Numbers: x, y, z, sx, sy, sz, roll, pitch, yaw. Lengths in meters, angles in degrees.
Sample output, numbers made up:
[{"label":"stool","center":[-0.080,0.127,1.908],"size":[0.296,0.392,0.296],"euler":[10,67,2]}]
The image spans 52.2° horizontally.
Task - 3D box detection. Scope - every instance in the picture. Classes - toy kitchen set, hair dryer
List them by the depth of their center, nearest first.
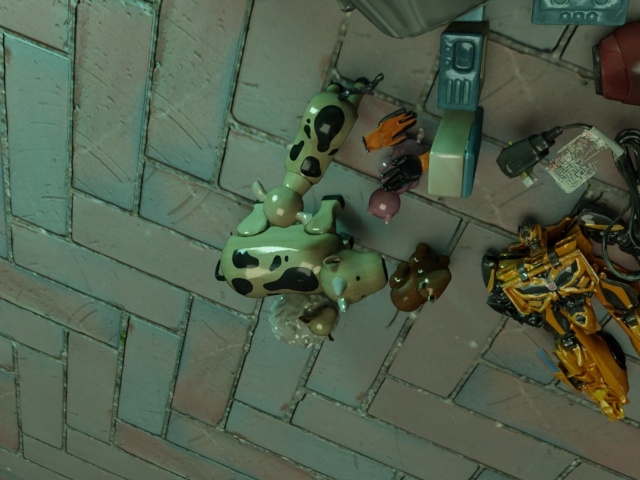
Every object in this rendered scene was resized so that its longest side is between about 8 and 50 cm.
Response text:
[{"label":"hair dryer","center":[0.348,-0.114,0.647],"size":[0.224,0.080,0.293],"euler":[37,125,-7]},{"label":"toy kitchen set","center":[0.200,-0.154,0.649],"size":[0.166,0.122,0.207],"euler":[7,127,16]}]

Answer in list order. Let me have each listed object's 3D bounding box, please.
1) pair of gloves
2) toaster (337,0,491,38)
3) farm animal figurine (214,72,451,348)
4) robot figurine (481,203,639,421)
[{"label":"pair of gloves","center":[0.084,-0.096,0.704],"size":[0.010,0.074,0.083],"euler":[23,141,57]},{"label":"toaster","center":[0.103,-0.269,0.540],"size":[0.227,0.146,0.129],"euler":[-26,75,16]},{"label":"farm animal figurine","center":[0.000,0.000,0.806],"size":[0.327,0.172,0.330],"euler":[-18,117,31]},{"label":"robot figurine","center":[0.336,0.090,0.806],"size":[0.211,0.085,0.291],"euler":[-34,109,35]}]
